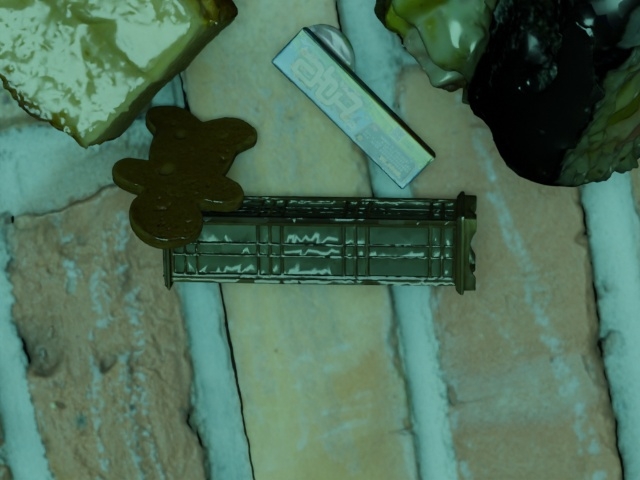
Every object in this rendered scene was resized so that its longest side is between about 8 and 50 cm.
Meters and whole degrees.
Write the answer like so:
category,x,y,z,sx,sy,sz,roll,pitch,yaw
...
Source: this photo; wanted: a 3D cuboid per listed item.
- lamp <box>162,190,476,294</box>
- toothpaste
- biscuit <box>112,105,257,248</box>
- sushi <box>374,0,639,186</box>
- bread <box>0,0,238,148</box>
category,x,y,z,sx,sy,sz,roll,pitch,yaw
lamp,0.000,0.000,1.948,0.325,0.090,0.089,1,109,5
toothpaste,0.043,-0.145,1.950,0.193,0.044,0.070,44,100,-3
biscuit,-0.144,-0.061,1.913,0.138,0.205,0.031,11,132,1
sushi,0.245,-0.248,1.799,0.328,0.328,0.285,-31,63,-30
bread,-0.247,-0.253,1.843,0.207,0.279,0.279,-44,92,7
